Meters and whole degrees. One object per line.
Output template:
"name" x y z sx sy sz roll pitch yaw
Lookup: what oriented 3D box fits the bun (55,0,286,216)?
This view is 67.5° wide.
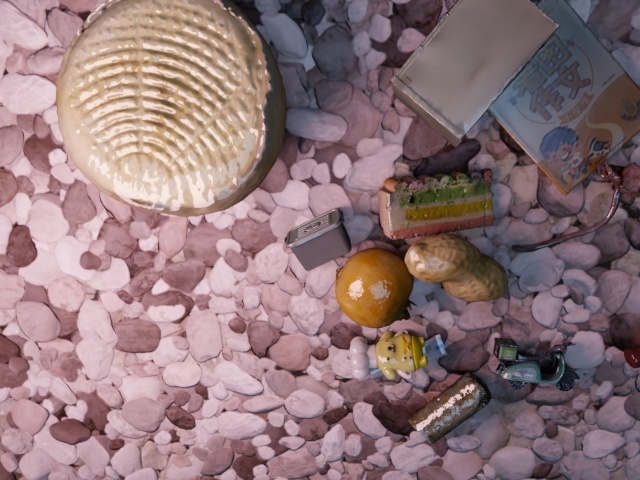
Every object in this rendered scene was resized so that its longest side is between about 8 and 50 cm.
"bun" -0.226 -0.215 0.792 0.364 0.202 0.364 1 100 7

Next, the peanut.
"peanut" 0.253 0.051 0.876 0.229 0.098 0.103 27 88 -29

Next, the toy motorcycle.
"toy motorcycle" 0.438 0.252 0.969 0.173 0.058 0.100 5 100 3

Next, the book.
"book" 0.424 -0.255 0.849 0.295 0.020 0.208 43 104 -9

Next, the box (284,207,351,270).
"box" 0.000 0.000 0.906 0.122 0.084 0.069 -25 110 10

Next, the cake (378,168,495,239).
"cake" 0.213 -0.072 0.898 0.225 0.090 0.109 -8 103 -15

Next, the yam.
"yam" 0.267 0.349 0.992 0.179 0.078 0.078 -41 100 11

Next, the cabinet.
"cabinet" 0.236 -0.282 0.769 0.150 0.145 0.206 41 103 5

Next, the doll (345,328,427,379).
"doll" 0.129 0.230 0.958 0.162 0.106 0.062 -9 139 11

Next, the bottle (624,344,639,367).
"bottle" 0.716 0.198 0.918 0.245 0.104 0.104 -15 104 7

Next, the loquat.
"loquat" 0.103 0.089 0.895 0.163 0.137 0.163 0 89 4

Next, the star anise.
"star anise" 0.493 -0.040 0.849 0.218 0.148 0.227 25 107 22

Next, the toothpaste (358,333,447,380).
"toothpaste" 0.165 0.249 0.994 0.190 0.031 0.048 -22 94 4
